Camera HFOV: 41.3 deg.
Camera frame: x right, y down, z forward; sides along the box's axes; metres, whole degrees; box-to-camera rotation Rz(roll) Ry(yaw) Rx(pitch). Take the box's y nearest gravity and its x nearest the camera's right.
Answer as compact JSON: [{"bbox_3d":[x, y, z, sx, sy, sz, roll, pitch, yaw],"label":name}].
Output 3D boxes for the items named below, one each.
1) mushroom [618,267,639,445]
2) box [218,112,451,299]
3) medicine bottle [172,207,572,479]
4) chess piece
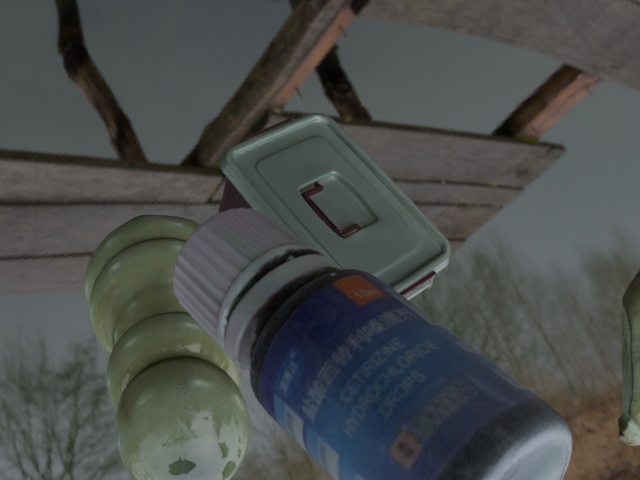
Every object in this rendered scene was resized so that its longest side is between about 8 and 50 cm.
[{"bbox_3d":[0.408,0.091,1.004,0.333,0.107,0.087,-47,155,-32],"label":"mushroom"},{"bbox_3d":[0.000,0.000,1.098,0.193,0.294,0.167,-28,157,-36],"label":"box"},{"bbox_3d":[0.011,0.057,0.390,0.083,0.203,0.083,-25,132,-31],"label":"medicine bottle"},{"bbox_3d":[-0.154,0.124,0.893,0.182,0.330,0.182,-8,121,-13],"label":"chess piece"}]
